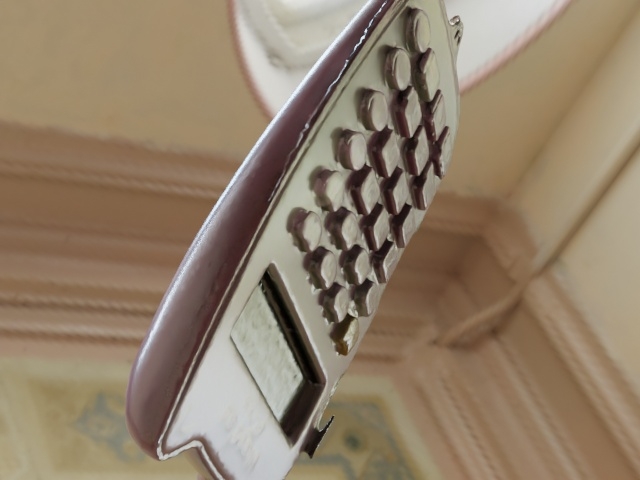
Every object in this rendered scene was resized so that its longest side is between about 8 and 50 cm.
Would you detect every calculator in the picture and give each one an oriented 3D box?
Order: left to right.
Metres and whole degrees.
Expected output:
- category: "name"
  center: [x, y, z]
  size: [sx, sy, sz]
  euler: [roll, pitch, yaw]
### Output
- category: "calculator"
  center: [-0.001, 0.000, 0.701]
  size: [0.043, 0.194, 0.294]
  euler: [22, -112, 23]
